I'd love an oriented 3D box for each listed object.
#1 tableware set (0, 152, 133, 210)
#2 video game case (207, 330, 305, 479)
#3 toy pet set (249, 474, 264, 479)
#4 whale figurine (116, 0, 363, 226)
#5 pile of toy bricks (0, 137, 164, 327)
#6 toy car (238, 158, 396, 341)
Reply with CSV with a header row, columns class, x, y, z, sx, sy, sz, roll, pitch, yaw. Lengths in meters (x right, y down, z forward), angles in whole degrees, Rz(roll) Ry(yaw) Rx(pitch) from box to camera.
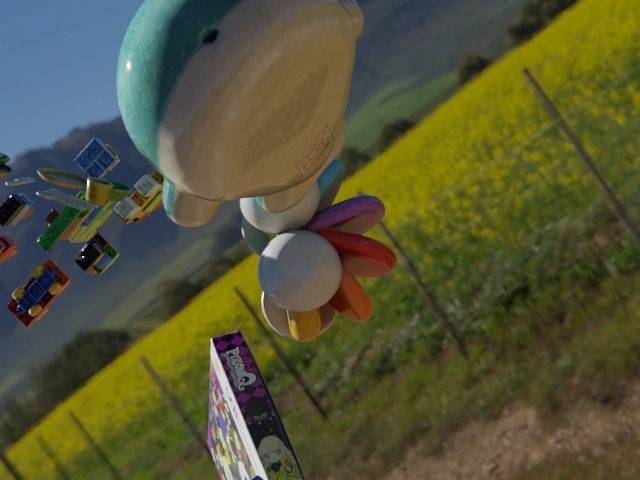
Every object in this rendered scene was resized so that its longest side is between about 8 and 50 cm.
class,x,y,z,sx,sy,sz,roll,pitch,yaw
tableware set,-0.244,-0.063,1.026,0.104,0.154,0.024,-25,-47,-73
video game case,-0.074,0.248,1.311,0.042,0.210,0.232,-14,-35,-17
toy pet set,-0.062,0.209,0.758,0.122,0.065,0.114,-1,25,46
whale figurine,-0.059,-0.110,0.898,0.216,0.141,0.272,-52,-17,-3
pile of toy bricks,-0.248,-0.018,1.223,0.212,0.118,0.105,-46,-6,10
toy car,0.000,0.000,1.118,0.136,0.182,0.159,-14,-17,-5
